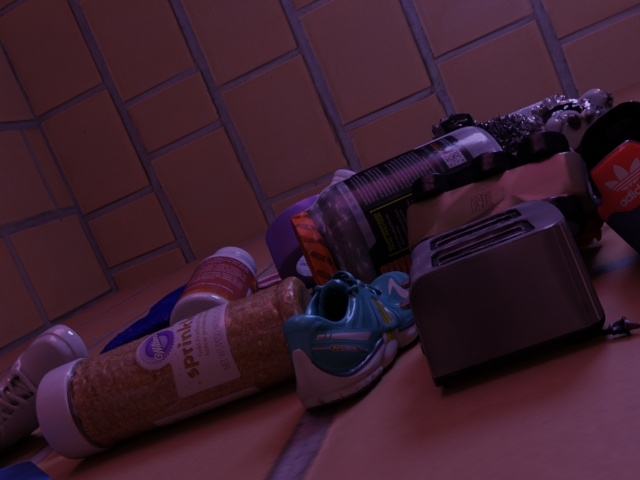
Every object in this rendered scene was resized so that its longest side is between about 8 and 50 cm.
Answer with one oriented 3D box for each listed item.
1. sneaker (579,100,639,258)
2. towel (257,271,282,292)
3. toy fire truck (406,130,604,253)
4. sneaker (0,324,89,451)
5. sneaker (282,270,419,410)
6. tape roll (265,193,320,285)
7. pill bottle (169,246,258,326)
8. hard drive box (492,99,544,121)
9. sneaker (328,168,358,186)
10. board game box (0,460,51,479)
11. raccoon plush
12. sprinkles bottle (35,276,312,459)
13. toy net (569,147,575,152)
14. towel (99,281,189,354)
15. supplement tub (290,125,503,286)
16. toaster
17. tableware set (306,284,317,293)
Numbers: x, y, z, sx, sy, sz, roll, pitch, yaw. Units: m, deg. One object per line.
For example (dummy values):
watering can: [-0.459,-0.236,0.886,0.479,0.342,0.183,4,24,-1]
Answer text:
sneaker: [0.359,-0.090,0.750,0.131,0.148,0.350,-44,-2,27]
towel: [-0.086,0.083,1.477,0.237,0.037,0.329,-21,3,-20]
toy fire truck: [0.253,-0.018,0.874,0.217,0.159,0.246,-20,-36,30]
sneaker: [-0.467,0.256,1.025,0.292,0.108,0.169,-48,-4,30]
sneaker: [0.046,0.083,0.777,0.107,0.110,0.275,-20,7,29]
tape roll: [0.000,0.000,1.255,0.188,0.080,0.189,-19,-28,-11]
pill bottle: [-0.174,0.097,1.190,0.121,0.121,0.216,-21,21,15]
hard drive box: [0.409,-0.193,1.530,0.232,0.089,0.181,-22,-24,14]
sneaker: [0.121,-0.055,1.531,0.305,0.114,0.152,23,77,44]
board game box: [-0.382,0.309,0.789,0.133,0.033,0.168,-22,9,-36]
raccoon plush: [0.370,-0.161,1.308,0.299,0.216,0.446,-16,6,-2]
sprinkles bottle: [-0.169,0.160,0.852,0.355,0.121,0.121,-22,7,10]
toy net: [0.341,-0.086,0.954,0.122,0.045,0.232,-12,-22,33]
towel: [-0.295,0.147,1.365,0.227,0.076,0.308,-35,8,16]
supplement tub: [0.126,-0.028,1.030,0.315,0.194,0.193,-23,6,-5]
toaster: [0.171,0.044,0.654,0.185,0.110,0.168,-22,7,12]
tableware set: [-0.072,0.117,1.315,0.168,0.020,0.141,-22,7,5]
